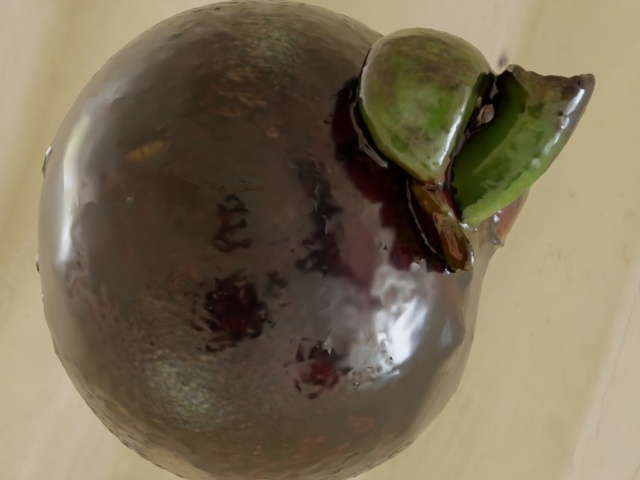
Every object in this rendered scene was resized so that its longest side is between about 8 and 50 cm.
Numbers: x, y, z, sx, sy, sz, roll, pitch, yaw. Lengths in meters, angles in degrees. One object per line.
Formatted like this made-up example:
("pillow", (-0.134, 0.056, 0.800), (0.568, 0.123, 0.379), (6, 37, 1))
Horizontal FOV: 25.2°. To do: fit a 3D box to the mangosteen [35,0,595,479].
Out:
("mangosteen", (0.000, 0.000, 0.874), (0.360, 0.306, 0.306), (-6, -119, 20))
